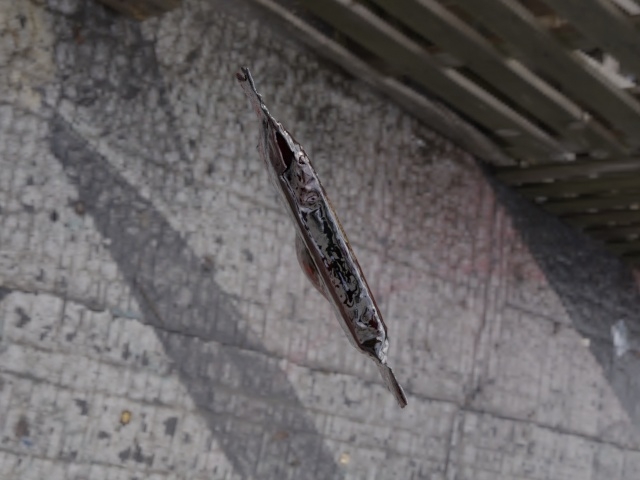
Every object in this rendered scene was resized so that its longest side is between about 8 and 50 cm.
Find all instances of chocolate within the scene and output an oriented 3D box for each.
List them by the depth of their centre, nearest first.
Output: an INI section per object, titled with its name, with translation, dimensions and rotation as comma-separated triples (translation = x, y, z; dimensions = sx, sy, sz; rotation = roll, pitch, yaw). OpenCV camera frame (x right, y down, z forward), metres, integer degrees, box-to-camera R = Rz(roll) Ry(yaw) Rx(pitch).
[chocolate]
translation = 0.000, 0.000, 0.559
dimensions = 0.028, 0.086, 0.182
rotation = -23, 94, -2
